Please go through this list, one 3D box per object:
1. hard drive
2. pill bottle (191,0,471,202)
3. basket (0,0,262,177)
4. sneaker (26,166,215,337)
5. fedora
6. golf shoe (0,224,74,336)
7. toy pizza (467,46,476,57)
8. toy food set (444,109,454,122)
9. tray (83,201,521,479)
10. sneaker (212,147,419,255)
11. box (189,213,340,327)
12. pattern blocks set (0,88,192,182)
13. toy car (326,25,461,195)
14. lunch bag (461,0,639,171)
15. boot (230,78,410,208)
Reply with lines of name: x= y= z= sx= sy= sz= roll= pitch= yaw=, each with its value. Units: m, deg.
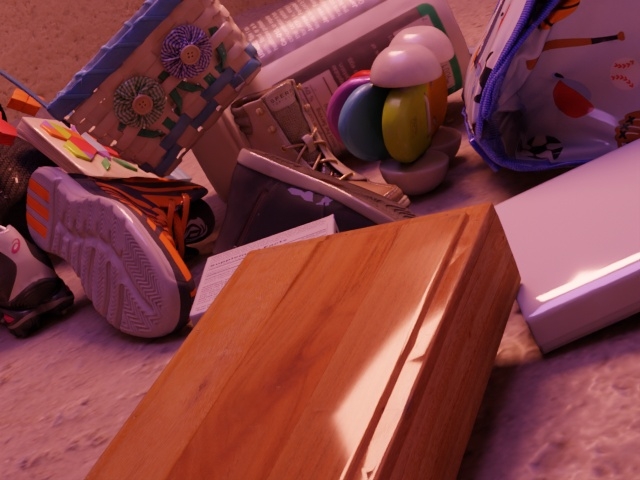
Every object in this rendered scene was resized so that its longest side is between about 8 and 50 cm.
hard drive: x=0.278 y=-0.037 z=0.821 sx=0.308 sy=0.040 sz=0.203 roll=-26 pitch=21 yaw=8
pill bottle: x=-0.006 y=-0.207 z=1.424 sx=0.361 sy=0.204 sz=0.204 roll=-28 pitch=18 yaw=0
basket: x=-0.221 y=-0.234 z=1.234 sx=0.255 sy=0.289 sz=0.201 roll=-49 pitch=12 yaw=3
sneaker: x=-0.173 y=-0.006 z=1.178 sx=0.180 sy=0.124 sz=0.321 roll=-4 pitch=28 yaw=-36
fedora: x=-0.443 y=-0.054 z=1.484 sx=0.153 sy=0.334 sz=0.334 roll=13 pitch=24 yaw=5
golf shoe: x=-0.383 y=0.033 z=1.309 sx=0.105 sy=0.120 sz=0.273 roll=-35 pitch=21 yaw=-33
toy pizza: x=0.280 y=-0.245 z=1.466 sx=0.201 sy=0.032 sz=0.201 roll=-4 pitch=10 yaw=1
toy food set: x=0.112 y=-0.153 z=1.459 sx=0.122 sy=0.019 sz=0.078 roll=-19 pitch=18 yaw=7
tray: x=-0.024 y=0.120 z=0.653 sx=0.203 sy=0.076 sz=0.411 roll=-12 pitch=26 yaw=28
sneaker: x=0.000 y=0.000 z=1.068 sx=0.222 sy=0.118 sz=0.083 roll=24 pitch=11 yaw=30
box: x=-0.035 y=0.048 z=0.946 sx=0.126 sy=0.072 sz=0.137 roll=-19 pitch=18 yaw=8
pattern blocks set: x=-0.309 y=-0.119 z=1.478 sx=0.026 sy=0.285 sz=0.325 roll=-57 pitch=-5 yaw=16
toy car: x=0.077 y=-0.143 z=1.213 sx=0.136 sy=0.159 sz=0.182 roll=0 pitch=24 yaw=17
lunch bag: x=0.302 y=-0.216 z=1.062 sx=0.385 sy=0.239 sz=0.328 roll=-34 pitch=8 yaw=13
boot: x=-0.008 y=-0.087 z=1.158 sx=0.077 sy=0.165 sz=0.213 roll=-32 pitch=20 yaw=-30
